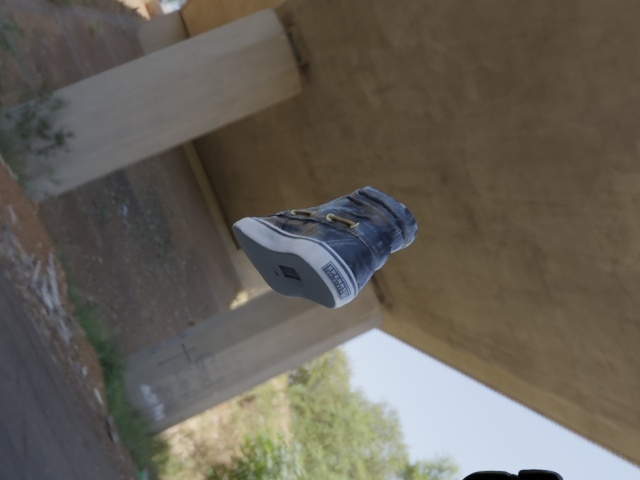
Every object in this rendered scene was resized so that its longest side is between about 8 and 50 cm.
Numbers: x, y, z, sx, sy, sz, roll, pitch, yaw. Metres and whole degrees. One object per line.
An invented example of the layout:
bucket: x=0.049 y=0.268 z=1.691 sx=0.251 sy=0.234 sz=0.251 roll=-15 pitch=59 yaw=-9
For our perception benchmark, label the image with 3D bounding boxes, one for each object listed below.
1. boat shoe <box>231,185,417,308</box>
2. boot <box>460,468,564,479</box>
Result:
boat shoe: x=0.000 y=0.000 z=0.608 sx=0.065 sy=0.083 sz=0.183 roll=61 pitch=-19 yaw=-21
boot: x=0.194 y=0.309 z=0.847 sx=0.161 sy=0.083 sz=0.247 roll=53 pitch=-41 yaw=-7
